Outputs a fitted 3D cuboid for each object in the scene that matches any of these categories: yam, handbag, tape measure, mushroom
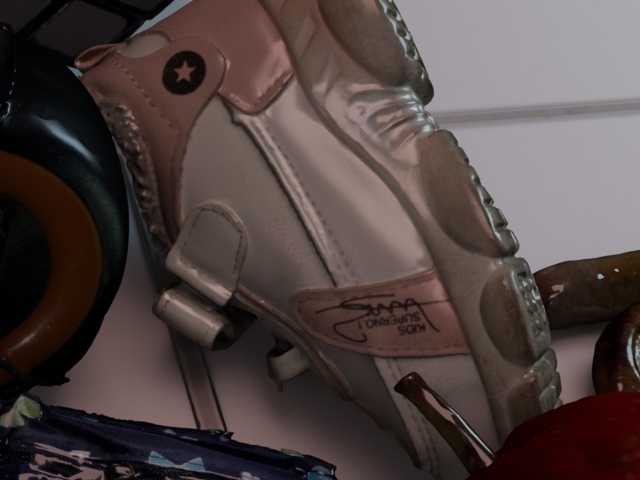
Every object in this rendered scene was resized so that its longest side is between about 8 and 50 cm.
[{"bbox_3d":[0.243,0.020,1.069,0.264,0.046,0.046,-7,52,-23],"label":"yam"},{"bbox_3d":[-0.085,0.160,0.815,0.260,0.113,0.162,11,41,4],"label":"handbag"},{"bbox_3d":[-0.199,-0.004,0.857,0.202,0.223,0.135,-2,42,-20],"label":"tape measure"},{"bbox_3d":[0.216,0.088,0.998,0.123,0.052,0.123,12,49,-14],"label":"mushroom"}]

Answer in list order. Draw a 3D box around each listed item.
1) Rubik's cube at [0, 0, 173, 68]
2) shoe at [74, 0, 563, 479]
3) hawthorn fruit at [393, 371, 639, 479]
[{"bbox_3d":[-0.174,-0.256,1.026,0.264,0.319,0.319,48,47,-15],"label":"Rubik's cube"},{"bbox_3d":[0.001,0.001,0.957,0.198,0.172,0.351,-27,75,9],"label":"shoe"},{"bbox_3d":[0.134,0.158,0.784,0.266,0.210,0.230,53,11,12],"label":"hawthorn fruit"}]
